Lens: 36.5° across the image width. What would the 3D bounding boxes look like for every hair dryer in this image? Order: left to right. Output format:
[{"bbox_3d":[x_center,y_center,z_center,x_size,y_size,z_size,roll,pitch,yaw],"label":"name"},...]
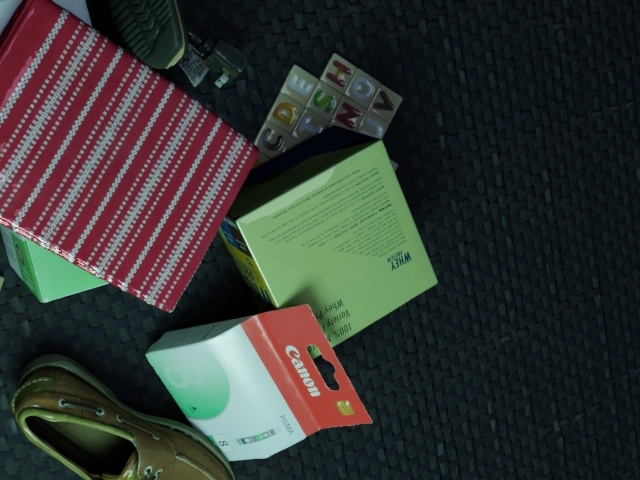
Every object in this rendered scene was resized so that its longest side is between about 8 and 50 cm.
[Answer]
[{"bbox_3d":[-0.185,-0.248,1.033,0.080,0.223,0.293,-29,115,29],"label":"hair dryer"}]

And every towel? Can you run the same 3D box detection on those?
[{"bbox_3d":[-0.205,-0.076,0.908,0.275,0.031,0.199,34,79,-31],"label":"towel"}]

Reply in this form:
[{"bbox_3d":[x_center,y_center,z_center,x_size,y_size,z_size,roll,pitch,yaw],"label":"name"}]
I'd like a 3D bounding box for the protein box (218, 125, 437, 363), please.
[{"bbox_3d":[0.000,0.000,1.183,0.200,0.136,0.201,-30,113,-14],"label":"protein box"}]

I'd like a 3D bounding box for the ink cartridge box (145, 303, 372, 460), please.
[{"bbox_3d":[-0.075,0.177,1.156,0.181,0.224,0.056,62,38,-21],"label":"ink cartridge box"}]

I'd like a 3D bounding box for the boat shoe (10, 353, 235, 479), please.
[{"bbox_3d":[-0.230,0.258,1.140,0.307,0.104,0.111,34,105,-22],"label":"boat shoe"}]

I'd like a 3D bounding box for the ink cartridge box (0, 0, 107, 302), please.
[{"bbox_3d":[-0.285,-0.106,0.997,0.121,0.211,0.289,-17,107,-22],"label":"ink cartridge box"}]

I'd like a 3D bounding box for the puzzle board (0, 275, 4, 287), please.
[{"bbox_3d":[-0.423,0.086,1.083,0.096,0.011,0.128,21,90,-26],"label":"puzzle board"}]

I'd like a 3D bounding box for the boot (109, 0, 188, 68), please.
[{"bbox_3d":[-0.142,-0.250,0.960,0.137,0.077,0.198,1,58,-51],"label":"boot"}]

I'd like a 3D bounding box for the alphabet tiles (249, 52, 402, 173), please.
[{"bbox_3d":[0.008,-0.108,1.249,0.198,0.009,0.237,29,88,-27],"label":"alphabet tiles"}]
